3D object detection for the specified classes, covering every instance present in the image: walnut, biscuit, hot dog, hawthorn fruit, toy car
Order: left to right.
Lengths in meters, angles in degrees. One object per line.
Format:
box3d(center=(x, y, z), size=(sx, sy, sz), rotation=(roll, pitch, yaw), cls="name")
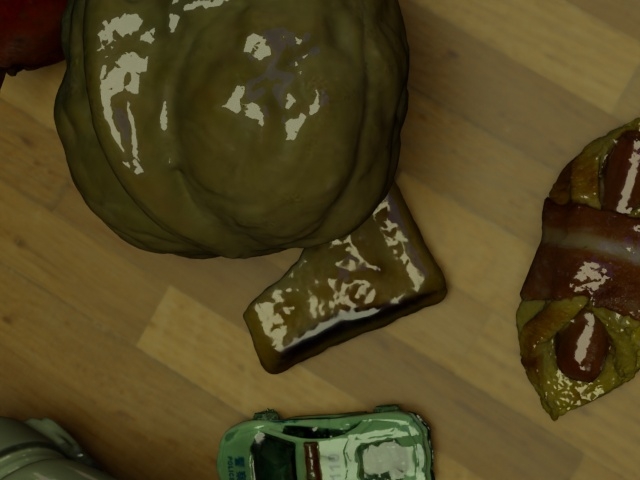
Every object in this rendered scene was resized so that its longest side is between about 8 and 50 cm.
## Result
box3d(center=(-0.242, -0.222, 1.352), size=(0.181, 0.181, 0.235), rotation=(11, 106, 11), cls="hawthorn fruit")
box3d(center=(-0.065, -0.123, 1.236), size=(0.282, 0.253, 0.277), rotation=(-5, 79, 19), cls="walnut")
box3d(center=(0.000, 0.000, 1.364), size=(0.174, 0.039, 0.183), rotation=(-22, 86, 13), cls="biscuit")
box3d(center=(0.001, 0.188, 1.357), size=(0.186, 0.058, 0.093), rotation=(-4, 92, 11), cls="toy car")
box3d(center=(0.224, 0.021, 1.288), size=(0.123, 0.093, 0.262), rotation=(11, 93, 11), cls="hot dog")

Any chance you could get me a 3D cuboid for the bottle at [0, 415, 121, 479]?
box3d(center=(-0.216, 0.276, 1.310), size=(0.351, 0.229, 0.229), rotation=(30, 97, 34), cls="bottle")
